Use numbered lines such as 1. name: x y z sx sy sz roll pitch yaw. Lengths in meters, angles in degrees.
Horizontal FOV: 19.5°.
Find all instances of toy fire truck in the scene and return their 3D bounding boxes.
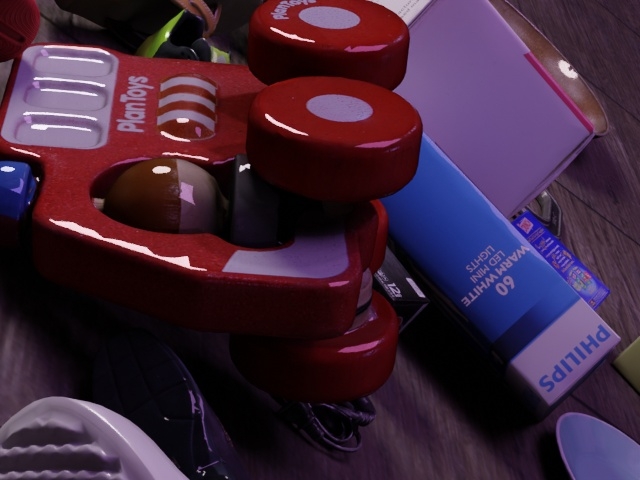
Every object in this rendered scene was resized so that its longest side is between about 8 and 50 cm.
1. toy fire truck: -0.076 -0.034 1.110 0.254 0.169 0.302 3 29 -3

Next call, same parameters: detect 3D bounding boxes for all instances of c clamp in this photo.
1. c clamp: 0.192 -0.059 1.857 0.137 0.022 0.161 44 18 -13

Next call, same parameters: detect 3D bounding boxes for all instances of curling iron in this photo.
1. curling iron: -0.047 0.027 1.217 0.068 0.035 0.274 14 35 -52

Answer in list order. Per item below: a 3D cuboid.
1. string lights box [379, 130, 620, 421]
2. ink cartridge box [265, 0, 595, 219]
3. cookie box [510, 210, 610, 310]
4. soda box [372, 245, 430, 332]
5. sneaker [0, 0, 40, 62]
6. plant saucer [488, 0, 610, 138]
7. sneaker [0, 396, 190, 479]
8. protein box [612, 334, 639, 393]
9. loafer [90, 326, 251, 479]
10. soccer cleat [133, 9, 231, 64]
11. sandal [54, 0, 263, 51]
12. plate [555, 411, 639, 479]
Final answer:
1. string lights box: 0.107 0.012 1.406 0.260 0.077 0.133 47 -4 11
2. ink cartridge box: 0.076 -0.164 1.576 0.207 0.117 0.283 43 2 -34
3. cookie box: 0.201 0.029 1.662 0.107 0.040 0.092 46 21 6
4. soda box: 0.000 0.000 1.321 0.169 0.060 0.053 53 24 24
5. sneaker: -0.275 -0.203 1.175 0.221 0.087 0.128 31 24 -27
6. plant saucer: 0.205 -0.216 2.147 0.310 0.050 0.310 36 22 -17
7. sneaker: -0.028 0.230 0.743 0.150 0.135 0.366 22 37 -60
8. protein box: 0.414 0.106 1.672 0.200 0.201 0.136 48 21 13
9. loafer: -0.071 0.120 0.974 0.170 0.062 0.061 61 5 33
10. soccer cleat: -0.089 -0.099 1.333 0.060 0.072 0.179 25 27 -40
11. sandal: -0.118 -0.173 1.418 0.219 0.090 0.060 3 61 -62
12. plate: 0.241 0.207 1.409 0.188 0.024 0.188 36 21 -16
